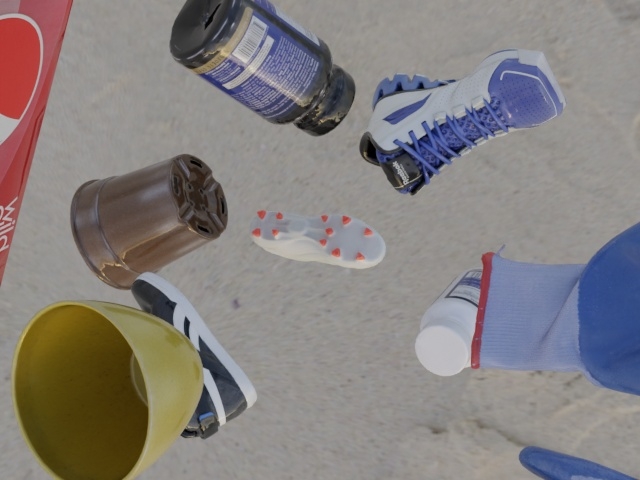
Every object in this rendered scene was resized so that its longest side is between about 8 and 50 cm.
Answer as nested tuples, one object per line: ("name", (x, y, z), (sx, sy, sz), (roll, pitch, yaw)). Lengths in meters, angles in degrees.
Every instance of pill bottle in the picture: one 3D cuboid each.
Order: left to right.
("pill bottle", (-0.064, -0.216, 1.359), (0.219, 0.123, 0.122), (31, 78, -37))
("pill bottle", (0.184, 0.107, 1.443), (0.094, 0.169, 0.094), (11, 115, 24))

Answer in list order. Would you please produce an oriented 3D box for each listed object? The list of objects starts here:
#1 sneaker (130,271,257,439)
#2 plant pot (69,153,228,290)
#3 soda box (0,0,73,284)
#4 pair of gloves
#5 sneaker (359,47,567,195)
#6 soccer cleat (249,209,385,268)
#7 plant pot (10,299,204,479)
("sneaker", (-0.187, 0.144, 1.355), (0.121, 0.079, 0.217), (-36, 74, -27))
("plant pot", (-0.228, -0.033, 1.555), (0.165, 0.167, 0.167), (-21, 87, 27))
("soda box", (-0.168, -0.042, 0.428), (0.092, 0.083, 0.263), (31, 117, 16))
("pair of gloves", (0.129, 0.074, 0.413), (0.159, 0.023, 0.198), (2, 76, 19))
("sneaker", (0.176, -0.147, 1.559), (0.127, 0.315, 0.182), (51, 52, -31))
("soccer cleat", (0.000, 0.000, 1.476), (0.196, 0.076, 0.068), (11, 72, 24))
("plant pot", (-0.139, 0.103, 0.803), (0.134, 0.095, 0.134), (4, 97, 33))
